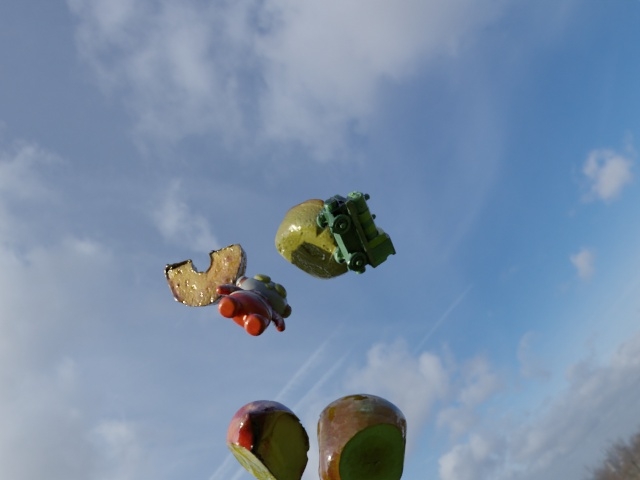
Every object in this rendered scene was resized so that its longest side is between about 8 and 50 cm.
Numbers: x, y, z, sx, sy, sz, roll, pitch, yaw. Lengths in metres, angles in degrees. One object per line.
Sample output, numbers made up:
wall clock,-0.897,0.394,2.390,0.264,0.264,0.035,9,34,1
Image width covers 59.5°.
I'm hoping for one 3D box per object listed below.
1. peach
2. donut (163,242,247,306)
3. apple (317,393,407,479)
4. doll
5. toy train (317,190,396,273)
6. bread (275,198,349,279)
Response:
peach,-0.134,0.456,1.307,0.159,0.153,0.267,-59,-45,-35
donut,-0.318,0.119,1.588,0.258,0.152,0.101,-15,-22,14
apple,0.068,0.324,0.891,0.147,0.163,0.147,-2,-81,0
doll,-0.115,0.116,1.045,0.076,0.142,0.245,-56,-4,11
toy train,0.079,-0.023,1.264,0.132,0.083,0.200,-33,-58,-14
bread,0.000,0.000,1.676,0.270,0.269,0.148,84,-153,-51
